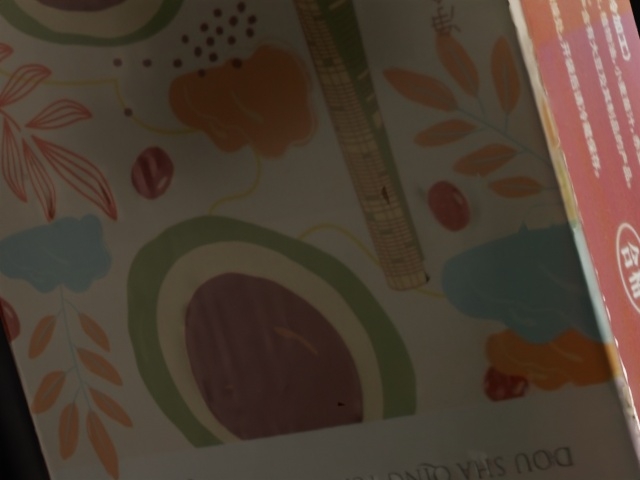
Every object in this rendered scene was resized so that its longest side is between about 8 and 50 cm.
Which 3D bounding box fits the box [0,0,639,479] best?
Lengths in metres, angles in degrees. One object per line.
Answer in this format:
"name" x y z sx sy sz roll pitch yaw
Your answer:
"box" 0.000 0.000 0.997 0.344 0.385 0.122 -12 -173 33
